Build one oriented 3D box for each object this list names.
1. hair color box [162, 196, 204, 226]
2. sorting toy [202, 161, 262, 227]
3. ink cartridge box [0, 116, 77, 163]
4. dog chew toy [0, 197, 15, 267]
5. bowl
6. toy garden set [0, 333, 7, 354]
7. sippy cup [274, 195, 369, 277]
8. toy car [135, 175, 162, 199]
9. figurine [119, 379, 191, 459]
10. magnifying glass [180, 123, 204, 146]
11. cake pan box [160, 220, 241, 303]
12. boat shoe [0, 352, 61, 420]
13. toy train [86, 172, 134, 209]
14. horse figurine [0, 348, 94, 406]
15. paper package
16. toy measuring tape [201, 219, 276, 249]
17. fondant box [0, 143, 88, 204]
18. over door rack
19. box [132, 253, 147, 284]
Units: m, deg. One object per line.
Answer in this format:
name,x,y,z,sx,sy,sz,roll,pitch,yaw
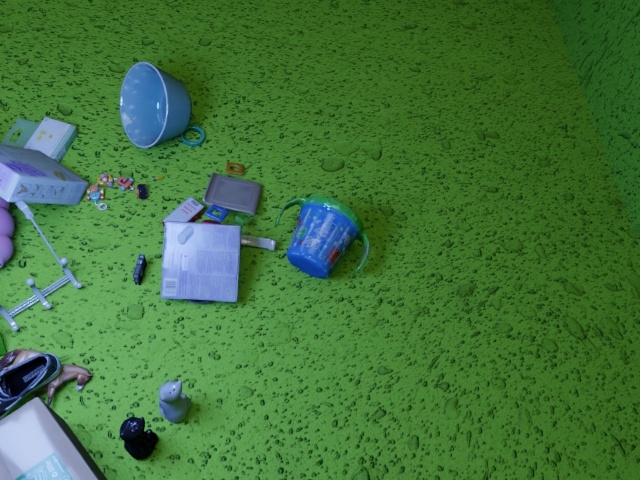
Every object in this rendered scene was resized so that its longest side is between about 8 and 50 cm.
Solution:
hair color box,-0.488,-0.085,1.924,0.072,0.043,0.141,36,60,12
sorting toy,-0.323,-0.166,1.988,0.196,0.047,0.347,15,42,-8
ink cartridge box,-1.056,-0.383,2.002,0.235,0.056,0.171,17,58,-2
dog chew toy,-1.081,-0.059,1.719,0.207,0.206,0.331,-22,73,-22
bowl,-0.606,-0.507,2.042,0.163,0.311,0.311,-11,57,-50
toy garden set,-1.057,0.260,1.537,0.244,0.203,0.049,-12,26,-17
sippy cup,0.000,0.000,1.866,0.306,0.240,0.224,16,64,29
toy car,-0.631,-0.193,1.981,0.041,0.060,0.122,-2,24,41
figurine,-0.453,0.482,1.479,0.092,0.209,0.215,38,59,13
magnifying glass,-0.554,-0.459,2.156,0.231,0.026,0.092,43,61,17
cake pan box,-0.386,0.074,1.758,0.246,0.070,0.266,2,89,-3
boat shoe,-0.857,0.412,1.457,0.301,0.102,0.108,-33,79,-16
toy train,-0.762,-0.191,1.939,0.125,0.046,0.166,31,58,10
horse figurine,-0.822,0.390,1.557,0.263,0.066,0.174,30,66,6
paper package,-0.651,0.583,1.322,0.168,0.309,0.325,-36,72,-27
toy measuring tape,-0.320,-0.001,1.855,0.330,0.121,0.121,10,57,-3
fondant box,-0.968,-0.218,1.764,0.238,0.330,0.096,32,99,9
over door rack,-0.901,0.081,1.607,0.239,0.324,0.108,-38,28,-28
box,-0.596,0.096,1.778,0.018,0.067,0.083,9,57,-5
